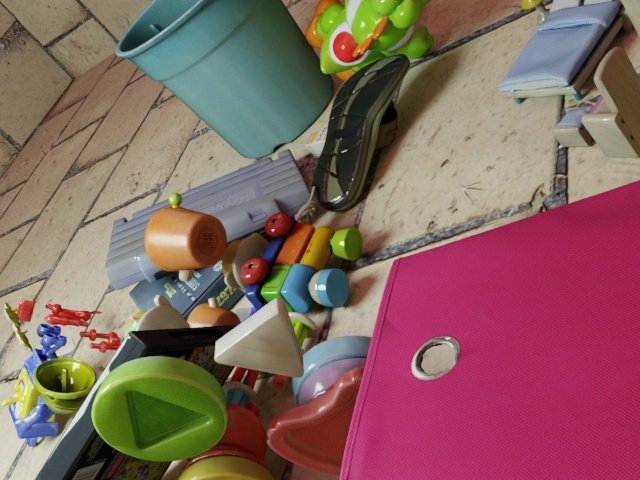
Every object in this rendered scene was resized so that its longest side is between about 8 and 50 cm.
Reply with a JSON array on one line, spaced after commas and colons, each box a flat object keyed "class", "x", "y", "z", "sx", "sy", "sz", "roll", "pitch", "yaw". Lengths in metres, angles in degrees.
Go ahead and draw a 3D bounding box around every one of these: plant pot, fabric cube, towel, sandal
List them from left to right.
[{"class": "plant pot", "x": -0.168, "y": -0.366, "z": 1.582, "sx": 0.341, "sy": 0.334, "sz": 0.341, "roll": -30, "pitch": 33, "yaw": 21}, {"class": "towel", "x": -0.110, "y": 0.124, "z": 1.200, "sx": 0.083, "sy": 0.009, "sz": 0.060, "roll": -10, "pitch": 42, "yaw": 44}, {"class": "sandal", "x": 0.072, "y": -0.177, "z": 1.310, "sx": 0.120, "sy": 0.086, "sz": 0.303, "roll": 6, "pitch": 69, "yaw": 46}, {"class": "fabric cube", "x": 0.202, "y": 0.142, "z": 0.546, "sx": 0.258, "sy": 0.259, "sz": 0.254, "roll": -20, "pitch": 35, "yaw": 34}]

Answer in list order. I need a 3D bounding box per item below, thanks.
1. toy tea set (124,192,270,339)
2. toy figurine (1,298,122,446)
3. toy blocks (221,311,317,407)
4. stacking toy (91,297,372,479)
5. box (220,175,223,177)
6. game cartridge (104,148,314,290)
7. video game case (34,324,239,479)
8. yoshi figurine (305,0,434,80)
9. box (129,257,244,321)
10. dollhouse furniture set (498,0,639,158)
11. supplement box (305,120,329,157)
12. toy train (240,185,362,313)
[{"class": "toy tea set", "x": -0.207, "y": 0.105, "z": 1.140, "sx": 0.124, "sy": 0.200, "sz": 0.336, "roll": 4, "pitch": 62, "yaw": 41}, {"class": "toy figurine", "x": -0.445, "y": 0.267, "z": 1.344, "sx": 0.362, "sy": 0.191, "sz": 0.217, "roll": 32, "pitch": 107, "yaw": 53}, {"class": "toy blocks", "x": -0.074, "y": 0.174, "z": 1.045, "sx": 0.123, "sy": 0.054, "sz": 0.148, "roll": -18, "pitch": 37, "yaw": 37}, {"class": "stacking toy", "x": -0.069, "y": 0.160, "z": 0.838, "sx": 0.309, "sy": 0.279, "sz": 0.130, "roll": -28, "pitch": 34, "yaw": 17}, {"class": "box", "x": -0.198, "y": -0.072, "z": 1.520, "sx": 0.062, "sy": 0.052, "sz": 0.083, "roll": -31, "pitch": 30, "yaw": 21}, {"class": "game cartridge", "x": -0.191, "y": -0.038, "z": 1.355, "sx": 0.355, "sy": 0.068, "sz": 0.230, "roll": -22, "pitch": 29, "yaw": 0}, {"class": "video game case", "x": -0.216, "y": 0.221, "z": 0.935, "sx": 0.035, "sy": 0.248, "sz": 0.275, "roll": 36, "pitch": 99, "yaw": 20}, {"class": "yoshi figurine", "x": 0.107, "y": -0.409, "z": 1.392, "sx": 0.203, "sy": 0.203, "sz": 0.362, "roll": -5, "pitch": 3, "yaw": -16}, {"class": "box", "x": -0.221, "y": 0.075, "z": 1.346, "sx": 0.183, "sy": 0.059, "sz": 0.233, "roll": -47, "pitch": 29, "yaw": -7}, {"class": "dollhouse furniture set", "x": 0.312, "y": -0.280, "z": 1.027, "sx": 0.286, "sy": 0.198, "sz": 0.303, "roll": -52, "pitch": 30, "yaw": -16}, {"class": "supplement box", "x": 0.028, "y": -0.188, "z": 1.414, "sx": 0.098, "sy": 0.036, "sz": 0.062, "roll": -7, "pitch": 44, "yaw": 46}, {"class": "toy train", "x": 0.000, "y": 0.000, "z": 1.148, "sx": 0.143, "sy": 0.105, "sz": 0.248, "roll": -2, "pitch": 47, "yaw": 35}]
